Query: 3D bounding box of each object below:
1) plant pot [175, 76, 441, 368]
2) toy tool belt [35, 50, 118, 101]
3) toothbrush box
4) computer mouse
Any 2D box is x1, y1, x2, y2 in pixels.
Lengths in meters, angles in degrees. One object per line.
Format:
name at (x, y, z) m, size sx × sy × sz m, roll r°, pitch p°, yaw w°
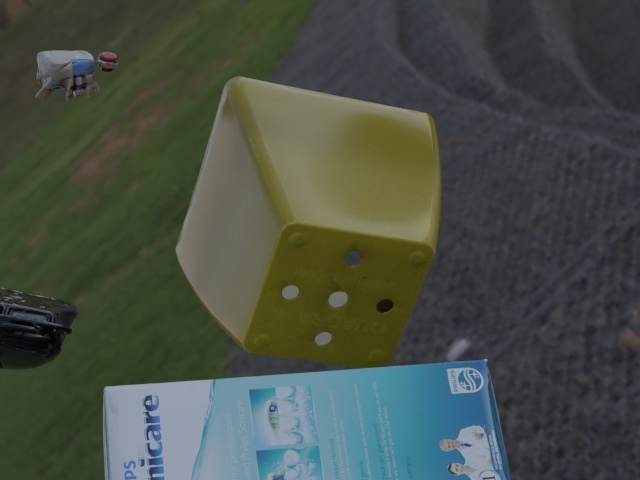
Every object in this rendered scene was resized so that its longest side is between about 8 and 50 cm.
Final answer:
plant pot at (0.000, 0.000, 1.287) m, size 0.187 × 0.212 × 0.212 m, roll -109°, pitch 33°, yaw -55°
toy tool belt at (-0.254, -0.170, 1.447) m, size 0.052 × 0.083 × 0.051 m, roll -128°, pitch 41°, yaw -53°
toothbrush box at (-0.019, 0.204, 1.092) m, size 0.216 × 0.295 × 0.126 m, roll 99°, pitch 164°, yaw -58°
computer mouse at (-0.284, 0.067, 1.072) m, size 0.262 × 0.184 × 0.060 m, roll -172°, pitch 93°, yaw -82°
